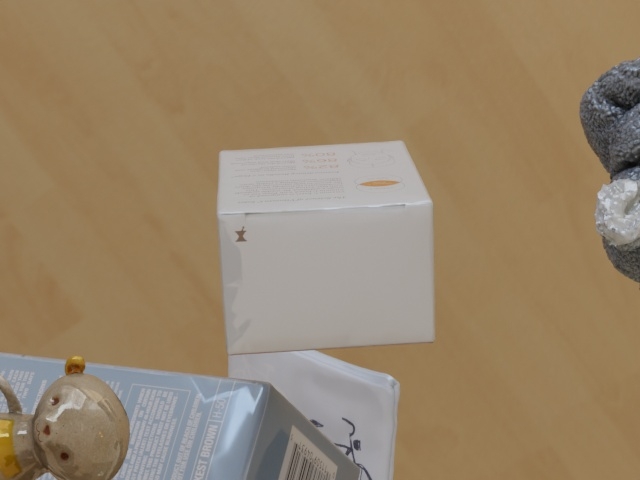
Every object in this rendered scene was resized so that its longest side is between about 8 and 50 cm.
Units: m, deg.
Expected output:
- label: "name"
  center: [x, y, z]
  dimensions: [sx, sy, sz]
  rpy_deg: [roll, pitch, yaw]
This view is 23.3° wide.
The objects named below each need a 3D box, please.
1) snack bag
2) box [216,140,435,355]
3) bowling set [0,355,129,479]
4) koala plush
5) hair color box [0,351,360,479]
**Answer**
- label: "snack bag"
  center: [-0.028, 0.272, 1.650]
  dimensions: [0.037, 0.323, 0.343]
  rpy_deg: [1, 99, -35]
- label: "box"
  center: [0.000, 0.000, 0.993]
  dimensions: [0.130, 0.170, 0.091]
  rpy_deg: [-3, 107, -2]
- label: "bowling set"
  center: [-0.150, 0.192, 0.576]
  dimensions: [0.154, 0.200, 0.287]
  rpy_deg: [-17, 82, 16]
- label: "koala plush"
  center: [0.329, -0.051, 1.485]
  dimensions: [0.203, 0.221, 0.196]
  rpy_deg: [3, 153, 31]
- label: "hair color box"
  center: [-0.180, 0.174, 1.204]
  dimensions: [0.374, 0.114, 0.185]
  rpy_deg: [4, 155, 26]
